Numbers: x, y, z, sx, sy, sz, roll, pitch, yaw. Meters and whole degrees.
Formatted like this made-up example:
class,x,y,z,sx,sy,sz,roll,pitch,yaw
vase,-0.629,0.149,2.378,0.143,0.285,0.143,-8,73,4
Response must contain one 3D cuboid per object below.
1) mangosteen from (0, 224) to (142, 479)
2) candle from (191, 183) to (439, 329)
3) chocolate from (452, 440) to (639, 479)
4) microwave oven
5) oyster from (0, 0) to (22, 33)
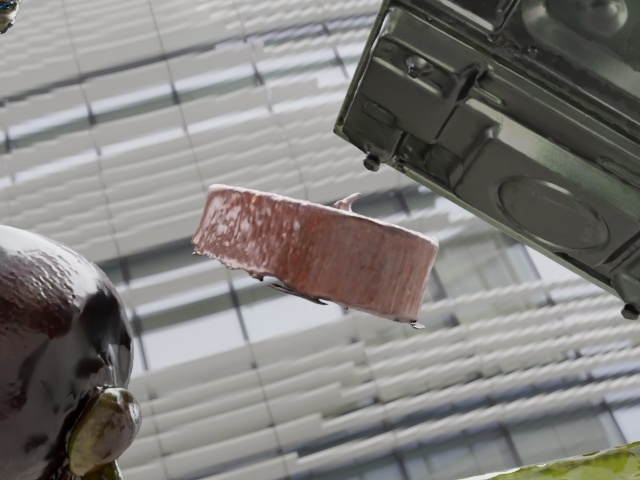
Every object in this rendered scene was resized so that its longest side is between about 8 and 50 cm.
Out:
class,x,y,z,sx,sy,sz,roll,pitch,yaw
mangosteen,-0.305,0.129,1.196,0.293,0.297,0.297,7,-35,22
candle,0.000,0.000,1.410,0.287,0.131,0.317,15,0,7
chocolate,0.133,0.289,0.771,0.300,0.289,0.137,-12,-57,7
microwave oven,0.238,-0.123,1.102,0.394,0.247,0.333,30,-19,2
oyster,-0.412,-0.265,1.232,0.214,0.223,0.083,23,-41,6
